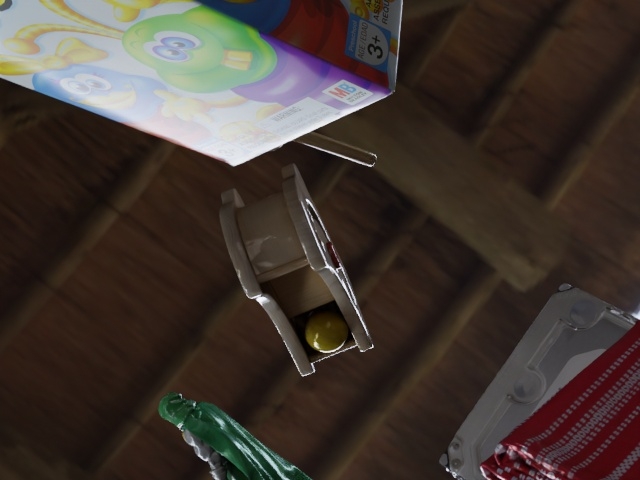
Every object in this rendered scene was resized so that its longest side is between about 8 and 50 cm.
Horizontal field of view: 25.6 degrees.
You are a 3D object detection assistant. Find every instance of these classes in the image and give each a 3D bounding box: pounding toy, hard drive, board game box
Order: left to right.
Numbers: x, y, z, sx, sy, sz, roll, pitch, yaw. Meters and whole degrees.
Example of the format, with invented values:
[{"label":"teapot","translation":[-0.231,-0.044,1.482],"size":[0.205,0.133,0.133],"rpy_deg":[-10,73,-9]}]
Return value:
[{"label":"board game box","translation":[-0.106,-0.159,0.678],"size":[0.275,0.142,0.144],"rpy_deg":[19,-114,-34]},{"label":"pounding toy","translation":[0.000,0.000,1.314],"size":[0.155,0.154,0.269],"rpy_deg":[-22,-53,4]},{"label":"hard drive","translation":[0.310,0.208,1.363],"size":[0.237,0.339,0.064],"rpy_deg":[-53,-40,-8]}]

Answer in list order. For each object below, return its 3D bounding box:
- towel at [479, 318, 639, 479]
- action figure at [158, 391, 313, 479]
[{"label":"towel","translation":[0.248,0.126,0.732],"size":[0.199,0.275,0.031],"rpy_deg":[-28,-49,-47]},{"label":"action figure","translation":[-0.081,0.244,1.512],"size":[0.063,0.232,0.137],"rpy_deg":[-47,1,14]}]
